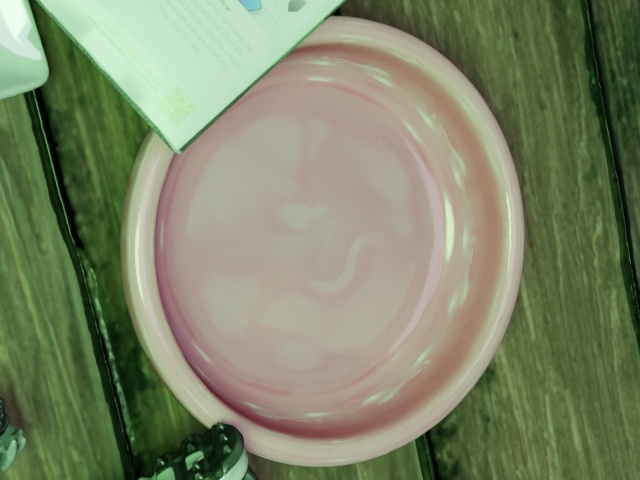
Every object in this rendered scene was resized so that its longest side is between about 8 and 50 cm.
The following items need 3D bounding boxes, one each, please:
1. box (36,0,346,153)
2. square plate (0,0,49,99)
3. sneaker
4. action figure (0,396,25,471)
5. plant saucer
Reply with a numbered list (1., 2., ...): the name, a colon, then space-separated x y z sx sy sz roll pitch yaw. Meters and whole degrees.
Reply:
1. box: -0.052 -0.247 0.805 0.322 0.058 0.232 -42 102 -1
2. square plate: -0.334 -0.215 0.714 0.347 0.049 0.344 -31 109 -53
3. sneaker: -0.133 0.226 0.871 0.234 0.078 0.106 -31 116 2
4. action figure: -0.284 0.087 0.802 0.185 0.099 0.285 3 95 -33
5. plant saucer: 0.000 0.000 0.951 0.332 0.084 0.332 -2 94 -28
